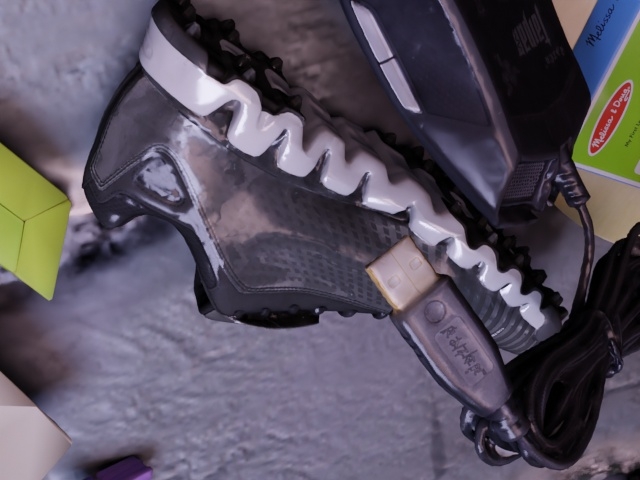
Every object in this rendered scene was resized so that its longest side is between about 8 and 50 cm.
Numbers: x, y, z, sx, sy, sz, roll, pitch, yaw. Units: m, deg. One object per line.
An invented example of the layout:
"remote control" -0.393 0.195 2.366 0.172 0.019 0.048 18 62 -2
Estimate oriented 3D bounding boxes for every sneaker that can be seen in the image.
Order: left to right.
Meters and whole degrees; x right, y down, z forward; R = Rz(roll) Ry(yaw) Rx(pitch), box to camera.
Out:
"sneaker" 0.000 0.000 0.536 0.234 0.078 0.106 32 109 -27

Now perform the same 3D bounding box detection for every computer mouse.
"computer mouse" 0.043 -0.043 0.471 0.060 0.184 0.262 -16 109 38

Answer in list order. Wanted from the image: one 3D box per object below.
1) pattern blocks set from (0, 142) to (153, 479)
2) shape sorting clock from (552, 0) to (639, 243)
"pattern blocks set" -0.195 0.085 0.482 0.325 0.026 0.285 34 82 -43
"shape sorting clock" 0.181 -0.088 0.566 0.206 0.040 0.206 -7 120 -12
